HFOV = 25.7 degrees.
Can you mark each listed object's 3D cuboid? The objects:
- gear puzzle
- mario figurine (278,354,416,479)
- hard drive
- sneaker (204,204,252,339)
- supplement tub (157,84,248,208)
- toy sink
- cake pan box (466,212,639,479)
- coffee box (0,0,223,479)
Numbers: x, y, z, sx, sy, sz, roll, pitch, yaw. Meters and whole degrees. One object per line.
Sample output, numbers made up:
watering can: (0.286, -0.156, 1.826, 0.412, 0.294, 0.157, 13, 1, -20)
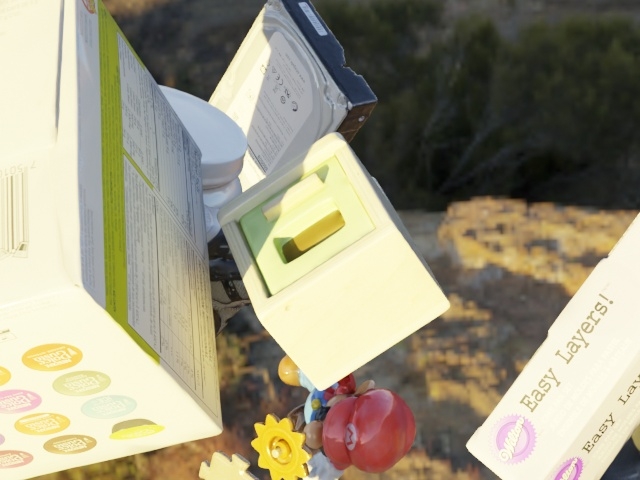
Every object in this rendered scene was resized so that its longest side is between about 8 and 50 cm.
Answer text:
gear puzzle: (-0.075, 0.338, 1.686, 0.175, 0.339, 0.044, 32, 34, 28)
mario figurine: (0.002, 0.247, 1.972, 0.170, 0.198, 0.320, -48, 17, -10)
hard drive: (-0.065, -0.193, 2.184, 0.064, 0.339, 0.237, -16, 65, -38)
sneaker: (-0.082, 0.054, 1.572, 0.268, 0.153, 0.101, 14, 23, 0)
supplement tub: (-0.228, -0.012, 1.718, 0.228, 0.316, 0.228, 17, 27, -9)
toy sink: (0.000, 0.000, 1.369, 0.153, 0.131, 0.234, -33, 38, 6)
cake pan box: (0.245, 0.094, 0.995, 0.267, 0.246, 0.070, -53, 49, 1)
coffee box: (-0.310, 0.011, 1.318, 0.337, 0.334, 0.338, -14, 59, 11)
